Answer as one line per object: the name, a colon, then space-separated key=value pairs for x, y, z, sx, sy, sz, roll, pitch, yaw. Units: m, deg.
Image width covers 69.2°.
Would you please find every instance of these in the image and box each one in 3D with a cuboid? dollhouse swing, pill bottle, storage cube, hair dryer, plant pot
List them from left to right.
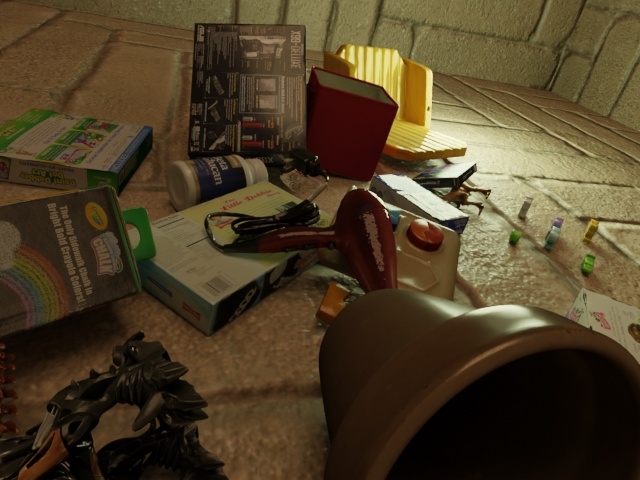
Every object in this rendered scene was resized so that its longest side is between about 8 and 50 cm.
pill bottle: x=-0.184 y=-0.108 z=0.852 sx=0.170 sy=0.094 sz=0.094 roll=-16 pitch=42 yaw=-39
hair dryer: x=0.000 y=0.000 z=0.673 sx=0.294 sy=0.080 sz=0.223 roll=34 pitch=66 yaw=25
storage cube: x=0.049 y=-0.281 z=1.115 sx=0.215 sy=0.193 sz=0.183 roll=10 pitch=31 yaw=-14
dollhouse swing: x=0.235 y=-0.400 z=1.325 sx=0.347 sy=0.314 sz=0.305 roll=-11 pitch=18 yaw=-36
plant pot: x=0.106 y=0.151 z=0.426 sx=0.263 sy=0.262 sz=0.229 roll=1 pitch=16 yaw=-19

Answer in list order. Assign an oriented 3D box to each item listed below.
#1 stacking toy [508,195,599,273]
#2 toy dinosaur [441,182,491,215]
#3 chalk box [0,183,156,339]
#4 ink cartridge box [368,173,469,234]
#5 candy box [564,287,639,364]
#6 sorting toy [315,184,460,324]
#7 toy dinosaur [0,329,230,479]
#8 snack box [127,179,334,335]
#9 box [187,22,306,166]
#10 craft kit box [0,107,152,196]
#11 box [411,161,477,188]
stacking toy: x=0.514 y=-0.020 z=1.015 sx=0.167 sy=0.052 sz=0.221 roll=25 pitch=33 yaw=19
toy dinosaur: x=0.340 y=-0.116 z=1.095 sx=0.112 sy=0.064 sz=0.211 roll=25 pitch=32 yaw=22
chalk box: x=-0.299 y=0.015 z=0.528 sx=0.213 sy=0.132 sz=0.132 roll=-19 pitch=11 yaw=-43
ink cartridge box: x=0.206 y=-0.078 z=0.998 sx=0.097 sy=0.046 sz=0.207 roll=-9 pitch=37 yaw=-35
candy box: x=0.466 y=0.170 z=0.667 sx=0.196 sy=0.070 sz=0.165 roll=23 pitch=32 yaw=15
sorting toy: x=0.113 y=0.034 z=0.732 sx=0.229 sy=0.041 sz=0.307 roll=26 pitch=41 yaw=1
toy dinosaur: x=-0.195 y=0.179 z=0.340 sx=0.218 sy=0.164 sz=0.322 roll=-30 pitch=69 yaw=-29
snack box: x=-0.121 y=0.003 z=0.726 sx=0.187 sy=0.060 sz=0.322 roll=30 pitch=35 yaw=22
box: x=-0.150 y=-0.313 z=0.996 sx=0.243 sy=0.307 sz=0.076 roll=-1 pitch=-13 yaw=-3
craft kit box: x=-0.480 y=-0.177 z=0.896 sx=0.247 sy=0.060 sz=0.249 roll=10 pitch=31 yaw=-9
box: x=0.306 y=-0.161 z=1.145 sx=0.116 sy=0.029 sz=0.162 roll=1 pitch=22 yaw=34
